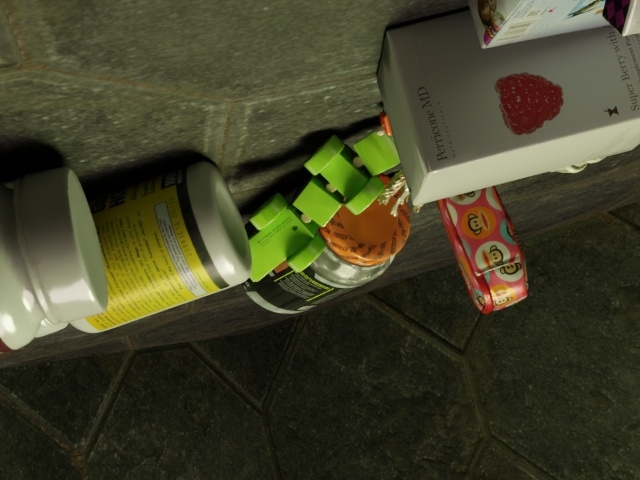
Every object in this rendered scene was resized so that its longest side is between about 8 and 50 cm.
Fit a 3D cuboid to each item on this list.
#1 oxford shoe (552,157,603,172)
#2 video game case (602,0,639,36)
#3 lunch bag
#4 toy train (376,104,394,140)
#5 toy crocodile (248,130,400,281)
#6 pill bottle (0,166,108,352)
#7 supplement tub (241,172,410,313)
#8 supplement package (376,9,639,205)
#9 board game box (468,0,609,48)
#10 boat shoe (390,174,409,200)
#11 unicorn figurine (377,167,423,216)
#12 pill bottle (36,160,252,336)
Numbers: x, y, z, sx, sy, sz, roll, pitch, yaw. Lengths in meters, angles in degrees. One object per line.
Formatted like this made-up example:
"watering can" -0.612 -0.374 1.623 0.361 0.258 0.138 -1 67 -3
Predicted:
"oxford shoe" 0.392 -0.169 1.403 0.450 0.130 0.169 -12 178 29
"video game case" 0.335 -0.278 0.730 0.210 0.041 0.232 -13 135 -13
"lunch bag" 0.321 -0.004 1.934 0.120 0.293 0.258 -21 170 5
"toy train" 0.139 -0.149 1.401 0.125 0.166 0.046 -32 -143 -12
"toy crocodile" -0.006 -0.059 1.477 0.340 0.115 0.105 -44 -173 22
"pill bottle" -0.475 0.045 1.175 0.393 0.224 0.224 -14 171 -5
"supplement tub" 0.000 0.000 1.703 0.207 0.207 0.338 -9 170 -31
"supplement package" 0.233 -0.173 1.140 0.293 0.177 0.175 -15 171 -3
"board game box" 0.340 -0.299 0.910 0.318 0.065 0.318 -12 170 -13
"boat shoe" 0.129 -0.050 1.845 0.170 0.063 0.059 -62 174 17
"unicorn figurine" 0.147 -0.097 1.489 0.111 0.060 0.162 -63 172 23
"pill bottle" -0.284 0.022 1.405 0.334 0.187 0.188 -19 170 6
